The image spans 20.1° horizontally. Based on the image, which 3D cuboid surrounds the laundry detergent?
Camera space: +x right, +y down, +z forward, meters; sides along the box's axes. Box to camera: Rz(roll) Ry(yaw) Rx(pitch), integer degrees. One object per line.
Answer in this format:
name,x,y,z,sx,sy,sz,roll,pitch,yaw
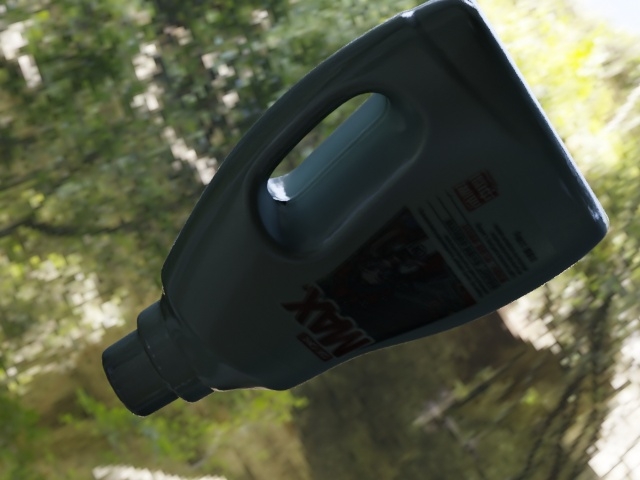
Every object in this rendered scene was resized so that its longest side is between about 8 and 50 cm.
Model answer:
laundry detergent,0.000,0.000,1.398,0.397,0.125,0.264,-31,-52,9
